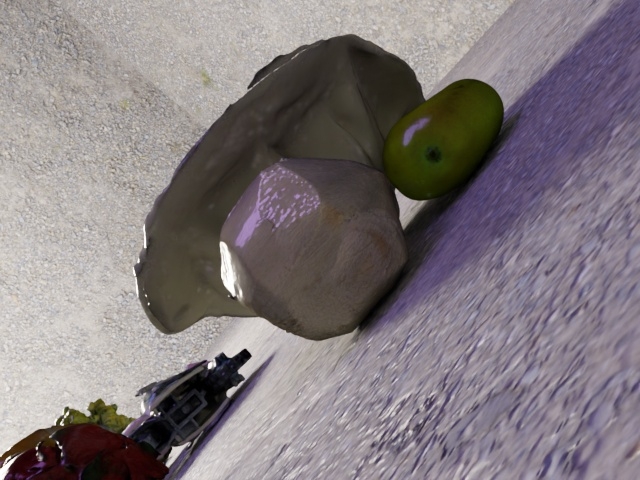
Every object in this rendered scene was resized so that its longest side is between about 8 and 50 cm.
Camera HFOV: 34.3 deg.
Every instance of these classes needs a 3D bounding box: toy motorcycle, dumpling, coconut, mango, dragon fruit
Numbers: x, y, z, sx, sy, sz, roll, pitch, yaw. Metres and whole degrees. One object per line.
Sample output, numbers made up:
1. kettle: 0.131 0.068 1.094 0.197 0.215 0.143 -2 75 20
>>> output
1. toy motorcycle: -0.206 0.246 1.490 0.239 0.108 0.204 -25 0 -19
2. dumpling: -0.042 -0.073 1.095 0.395 0.233 0.316 -33 -37 -22
3. coconut: -0.003 -0.001 0.931 0.162 0.161 0.161 -59 2 9
4. mango: 0.125 -0.107 1.026 0.163 0.089 0.117 -51 3 -34
5. dragon fruit: -0.212 0.250 0.882 0.189 0.182 0.182 -60 -1 22

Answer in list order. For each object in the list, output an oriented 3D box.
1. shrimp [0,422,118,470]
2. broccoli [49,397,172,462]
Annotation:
1. shrimp: -0.323 0.383 1.091 0.272 0.085 0.445 5 -69 -60
2. broccoli: -0.352 0.347 1.596 0.242 0.180 0.273 -50 3 16
